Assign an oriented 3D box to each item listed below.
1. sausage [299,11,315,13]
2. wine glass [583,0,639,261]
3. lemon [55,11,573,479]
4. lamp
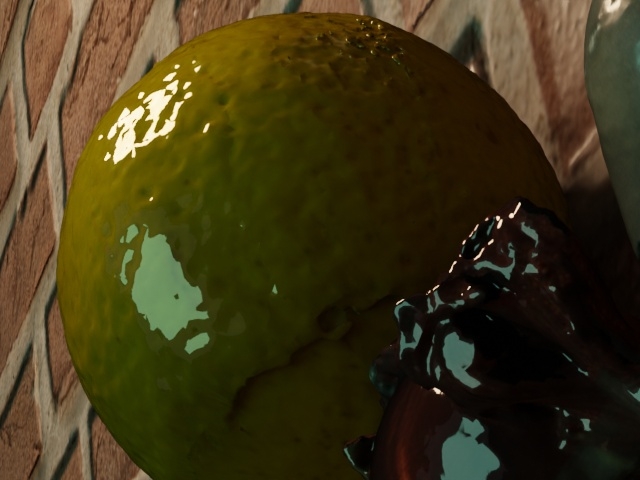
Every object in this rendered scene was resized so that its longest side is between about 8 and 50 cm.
[{"bbox_3d":[0.000,-0.001,1.285,0.066,0.066,0.301,-155,70,-69],"label":"sausage"},{"bbox_3d":[0.161,-0.107,0.744,0.126,0.126,0.241,134,134,-63],"label":"wine glass"},{"bbox_3d":[-0.003,0.019,0.984,0.293,0.293,0.293,-179,90,-71],"label":"lemon"},{"bbox_3d":[0.105,0.099,0.774,0.151,0.215,0.223,-58,-17,-12],"label":"lamp"}]
